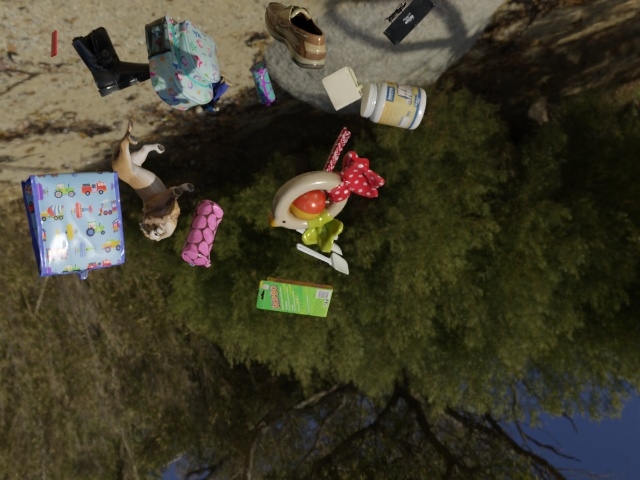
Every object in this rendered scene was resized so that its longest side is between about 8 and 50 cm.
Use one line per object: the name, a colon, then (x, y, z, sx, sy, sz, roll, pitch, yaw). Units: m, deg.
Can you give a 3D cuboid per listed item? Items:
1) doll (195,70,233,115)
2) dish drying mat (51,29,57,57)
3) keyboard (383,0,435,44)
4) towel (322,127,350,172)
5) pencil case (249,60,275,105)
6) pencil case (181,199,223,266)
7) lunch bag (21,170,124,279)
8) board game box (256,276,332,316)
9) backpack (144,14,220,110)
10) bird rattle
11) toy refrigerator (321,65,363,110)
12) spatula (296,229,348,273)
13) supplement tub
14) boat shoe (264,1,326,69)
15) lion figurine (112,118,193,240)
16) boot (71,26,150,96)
doll: (-0.397, -0.525, 1.767, 0.189, 0.129, 0.046, -38, 165, 30)
dish drying mat: (-0.853, -0.631, 1.548, 0.032, 0.083, 0.008, -11, 168, 36)
keyboard: (0.306, -0.803, 1.725, 0.192, 0.100, 0.038, -41, -153, 26)
towel: (0.016, -0.207, 1.529, 0.031, 0.275, 0.199, 25, 174, -5)
pencil case: (-0.215, -0.586, 1.804, 0.064, 0.152, 0.070, -18, -128, -2)
pencil case: (-0.368, -0.023, 1.528, 0.098, 0.209, 0.095, 27, 147, -27)
lunch bag: (-0.679, -0.036, 1.353, 0.220, 0.293, 0.138, -10, -175, -41)
board game box: (-0.096, 0.205, 1.746, 0.259, 0.124, 0.039, 7, -152, -10)
backpack: (-0.435, -0.553, 1.538, 0.191, 0.254, 0.225, -5, 175, 21)
bird rattle: (0.003, -0.081, 1.018, 0.206, 0.143, 0.253, -3, 154, -34)
toy refrigerator: (0.079, -0.493, 1.546, 0.094, 0.102, 0.269, -25, -166, 14)
spatula: (0.000, 0.000, 1.402, 0.019, 0.168, 0.242, -26, 148, 27)
supplement tub: (0.251, -0.475, 1.686, 0.199, 0.144, 0.144, 9, -170, -8)
boat shoe: (-0.067, -0.652, 1.474, 0.122, 0.120, 0.324, -15, -126, -29)
lion figurine: (-0.607, -0.196, 1.674, 0.240, 0.392, 0.142, -25, -167, 29)
boot: (-0.704, -0.638, 1.679, 0.246, 0.207, 0.094, -35, -152, -30)
